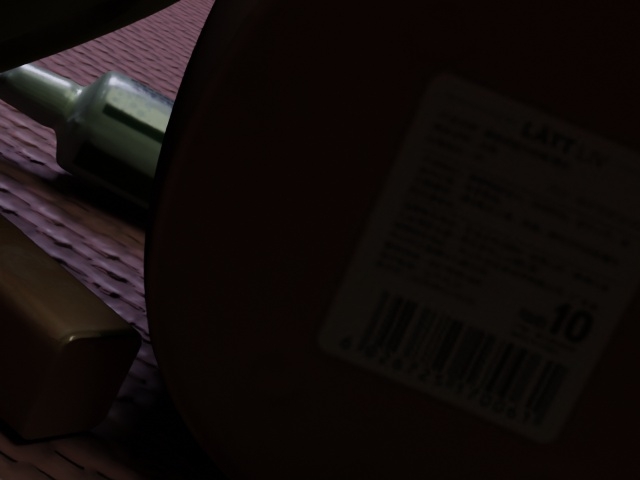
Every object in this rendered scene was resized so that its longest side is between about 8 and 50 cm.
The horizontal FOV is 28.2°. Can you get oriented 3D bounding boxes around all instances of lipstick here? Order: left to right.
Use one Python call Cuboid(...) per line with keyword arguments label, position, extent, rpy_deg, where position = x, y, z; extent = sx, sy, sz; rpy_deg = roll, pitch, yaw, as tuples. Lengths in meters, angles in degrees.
Cuboid(label="lipstick", position=(-0.133, 0.013, 0.472), extent=(0.145, 0.045, 0.045), rpy_deg=(36, 16, 27))

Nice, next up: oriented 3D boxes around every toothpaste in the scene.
Cuboid(label="toothpaste", position=(0.000, 0.000, 0.711), extent=(0.392, 0.061, 0.099), rpy_deg=(28, 15, -11))

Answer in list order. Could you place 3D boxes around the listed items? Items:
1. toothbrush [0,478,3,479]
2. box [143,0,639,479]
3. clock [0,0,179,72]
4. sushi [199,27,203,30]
Cuboid(label="toothbrush", position=(-0.137, 0.052, 0.370), extent=(0.307, 0.029, 0.025), rpy_deg=(25, 23, -9))
Cuboid(label="box", position=(0.067, -0.021, 0.498), extent=(0.301, 0.301, 0.216), rpy_deg=(27, 24, -2))
Cuboid(label="clock", position=(-0.160, -0.127, 0.503), extent=(0.348, 0.286, 0.117), rpy_deg=(-42, 114, -77))
Cuboid(label="sushi", position=(0.031, -0.098, 1.089), extent=(0.279, 0.043, 0.192), rpy_deg=(32, 16, 14))
